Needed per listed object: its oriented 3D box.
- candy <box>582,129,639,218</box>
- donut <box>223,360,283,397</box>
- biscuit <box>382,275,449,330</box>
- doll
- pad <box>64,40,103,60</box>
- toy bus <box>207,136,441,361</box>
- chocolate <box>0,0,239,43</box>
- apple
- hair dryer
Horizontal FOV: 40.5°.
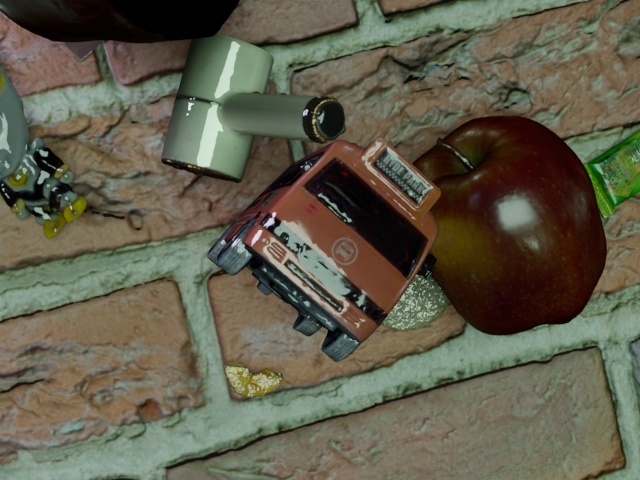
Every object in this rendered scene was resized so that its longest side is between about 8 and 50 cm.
[{"bbox_3d":[0.520,-0.124,1.434,0.178,0.032,0.102,-32,96,-6],"label":"candy"},{"bbox_3d":[-0.106,0.210,1.357,0.083,0.038,0.067,-21,92,-12],"label":"donut"},{"bbox_3d":[0.138,0.073,1.394,0.152,0.020,0.152,0,92,-7],"label":"biscuit"},{"bbox_3d":[-0.473,-0.145,1.264,0.316,0.145,0.103,51,48,-13],"label":"doll"},{"bbox_3d":[-0.386,-0.379,1.311,0.113,0.006,0.188,-42,97,-4],"label":"pad"},{"bbox_3d":[0.000,0.000,1.170,0.203,0.427,0.233,41,83,-8],"label":"toy bus"},{"bbox_3d":[-0.313,-0.429,1.135,0.331,0.383,0.384,0,93,28],"label":"chocolate"},{"bbox_3d":[0.271,-0.024,1.281,0.288,0.288,0.317,-33,112,-6],"label":"apple"},{"bbox_3d":[-0.081,-0.177,1.198,0.128,0.362,0.203,16,89,-39],"label":"hair dryer"}]
